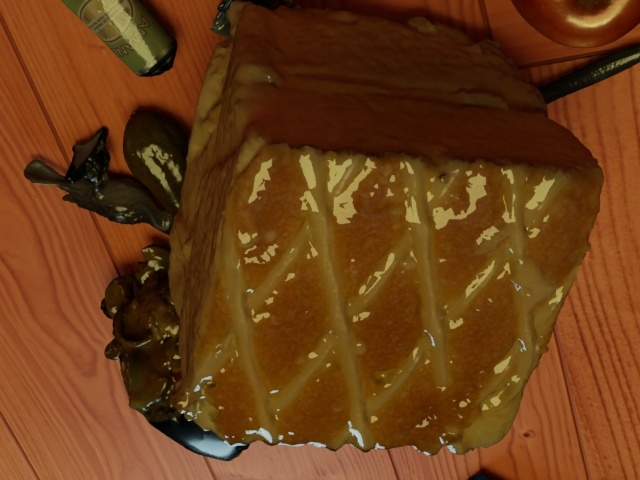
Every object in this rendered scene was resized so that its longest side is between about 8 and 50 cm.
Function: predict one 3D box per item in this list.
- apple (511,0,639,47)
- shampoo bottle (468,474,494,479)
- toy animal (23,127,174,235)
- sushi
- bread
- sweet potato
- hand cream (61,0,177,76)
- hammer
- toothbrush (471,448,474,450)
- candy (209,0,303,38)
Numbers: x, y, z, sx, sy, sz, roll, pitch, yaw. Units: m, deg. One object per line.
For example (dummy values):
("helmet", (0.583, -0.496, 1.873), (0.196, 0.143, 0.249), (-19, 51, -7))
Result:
("apple", (0.249, -0.262, 1.355), (0.163, 0.139, 0.163), (5, 130, 5))
("shampoo bottle", (0.267, 0.384, 1.951), (0.183, 0.050, 0.087), (29, 124, -17))
("toy animal", (-0.230, -0.052, 1.645), (0.202, 0.070, 0.105), (29, 136, -26))
("sushi", (-0.150, 0.129, 1.704), (0.204, 0.213, 0.200), (30, 105, -35))
("bread", (0.044, -0.002, 1.457), (0.371, 0.279, 0.390), (5, 124, -12))
("sweet potato", (-0.137, -0.050, 1.604), (0.081, 0.062, 0.233), (-38, 108, 26))
("hand cream", (-0.235, -0.256, 1.473), (0.086, 0.055, 0.235), (-33, 112, 25))
("hammer", (0.314, -0.192, 1.482), (0.246, 0.029, 0.103), (-21, 125, 23))
("toothbrush", (0.079, 0.205, 1.841), (0.288, 0.024, 0.026), (29, 141, -19))
("candy", (-0.045, -0.215, 1.493), (0.136, 0.038, 0.088), (35, 122, -10))
